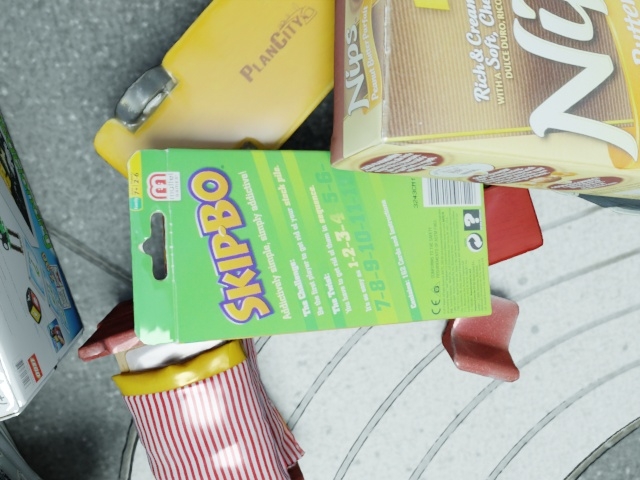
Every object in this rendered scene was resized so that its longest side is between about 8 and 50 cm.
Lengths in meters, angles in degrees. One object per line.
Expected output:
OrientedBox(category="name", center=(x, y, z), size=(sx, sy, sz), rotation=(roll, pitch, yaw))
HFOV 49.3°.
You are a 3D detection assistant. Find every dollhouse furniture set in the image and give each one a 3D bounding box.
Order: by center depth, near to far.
OrientedBox(category="dollhouse furniture set", center=(0.025, 0.095, 0.572), size=(0.375, 0.152, 0.201), rotation=(-20, 99, -4))

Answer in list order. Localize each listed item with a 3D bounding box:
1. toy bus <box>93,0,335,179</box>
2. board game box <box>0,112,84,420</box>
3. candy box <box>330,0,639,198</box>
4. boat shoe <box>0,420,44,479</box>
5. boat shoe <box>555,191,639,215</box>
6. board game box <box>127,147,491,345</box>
OrientedBox(category="toy bus", center=(-0.024, -0.164, 0.544), size=(0.108, 0.130, 0.332), rotation=(41, 91, -12))
OrientedBox(category="board game box", center=(-0.263, -0.040, 0.498), size=(0.053, 0.193, 0.305), rotation=(-19, 99, -5))
OrientedBox(category="candy box", center=(0.167, -0.130, 0.477), size=(0.317, 0.088, 0.182), rotation=(4, 84, -21))
OrientedBox(category="boat shoe", center=(-0.271, 0.229, 0.587), size=(0.079, 0.081, 0.227), rotation=(-31, 100, -2))
OrientedBox(category="boat shoe", center=(0.201, -0.093, 0.601), size=(0.303, 0.091, 0.114), rotation=(24, 70, -7))
OrientedBox(category="board game box", center=(0.000, 0.000, 0.485), size=(0.260, 0.039, 0.124), rotation=(-2, 87, -25))
